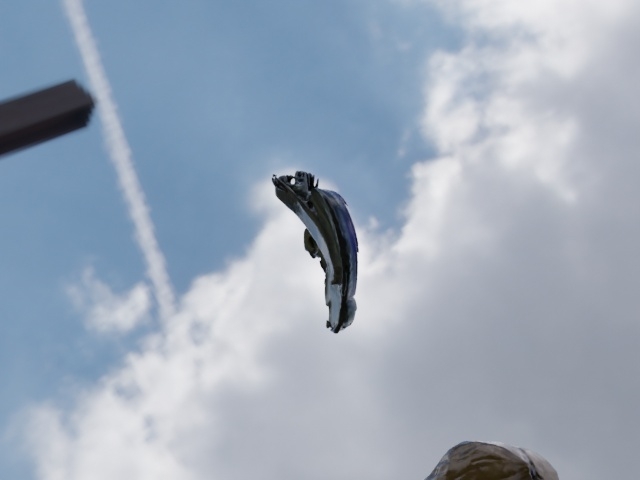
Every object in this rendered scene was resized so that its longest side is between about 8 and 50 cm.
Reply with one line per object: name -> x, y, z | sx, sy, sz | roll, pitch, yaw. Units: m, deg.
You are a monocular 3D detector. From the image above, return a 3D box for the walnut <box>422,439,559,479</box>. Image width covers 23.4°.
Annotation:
walnut -> 0.136, 0.253, 1.325 | 0.144, 0.144, 0.180 | 50, -61, 10

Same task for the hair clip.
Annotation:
hair clip -> 0.000, 0.000, 1.529 | 0.116, 0.049, 0.172 | 92, -22, -48
